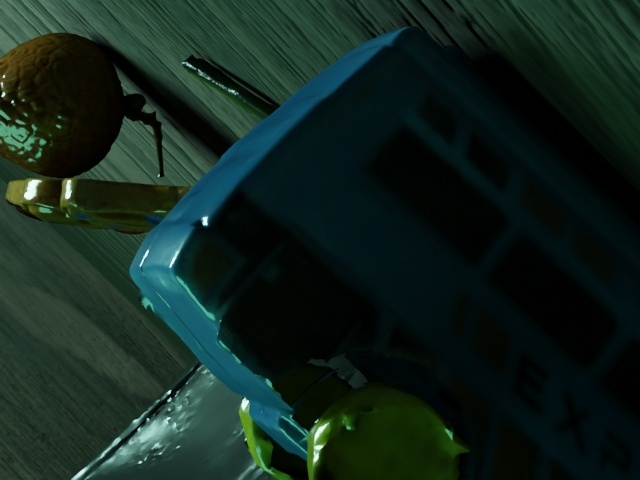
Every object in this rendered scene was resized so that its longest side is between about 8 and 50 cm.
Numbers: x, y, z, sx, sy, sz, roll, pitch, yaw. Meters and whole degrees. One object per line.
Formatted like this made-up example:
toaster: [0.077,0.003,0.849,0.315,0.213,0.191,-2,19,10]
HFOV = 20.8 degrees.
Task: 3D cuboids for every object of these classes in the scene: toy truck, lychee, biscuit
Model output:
toy truck: [0.105,0.095,0.683,0.385,0.162,0.161,43,171,-8]
lychee: [-0.176,-0.095,1.231,0.101,0.140,0.114,53,141,18]
biscuit: [-0.131,-0.024,1.211,0.280,0.043,0.183,0,174,43]

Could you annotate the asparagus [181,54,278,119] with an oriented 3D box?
asparagus: [-0.023,-0.065,0.954,0.166,0.013,0.016,36,167,36]

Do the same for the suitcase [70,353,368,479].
suitcase: [-0.023,0.204,1.136,0.188,0.345,0.339,51,171,-25]
